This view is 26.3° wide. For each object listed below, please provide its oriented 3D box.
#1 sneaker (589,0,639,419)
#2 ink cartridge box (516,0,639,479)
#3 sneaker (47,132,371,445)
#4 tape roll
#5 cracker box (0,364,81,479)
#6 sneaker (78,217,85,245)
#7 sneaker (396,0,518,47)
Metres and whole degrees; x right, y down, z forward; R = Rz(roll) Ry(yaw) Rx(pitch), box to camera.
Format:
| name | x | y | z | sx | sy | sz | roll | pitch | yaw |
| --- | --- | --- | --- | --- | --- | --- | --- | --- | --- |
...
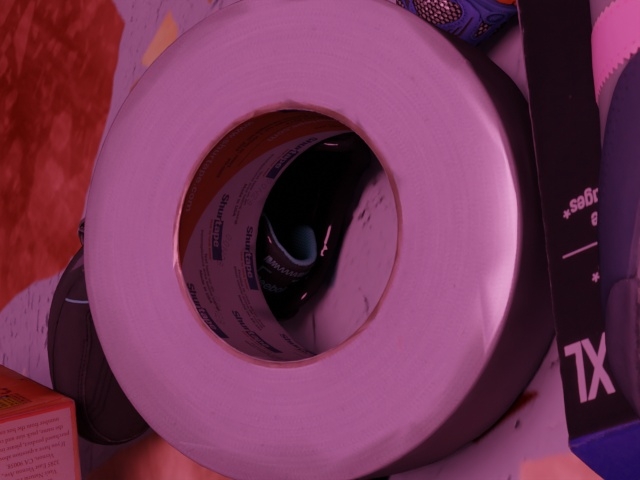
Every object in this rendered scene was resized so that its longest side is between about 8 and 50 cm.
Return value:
| name | x | y | z | sx | sy | sz | roll | pitch | yaw |
| --- | --- | --- | --- | --- | --- | --- | --- | --- | --- |
| sneaker | 0.127 | -0.095 | 0.408 | 0.131 | 0.112 | 0.319 | -129 | 40 | -66 |
| ink cartridge box | 0.164 | -0.036 | 0.507 | 0.175 | 0.069 | 0.371 | -27 | 60 | 44 |
| sneaker | -0.064 | 0.015 | 0.739 | 0.267 | 0.101 | 0.106 | -60 | 43 | 19 |
| tape roll | 0.000 | 0.000 | 0.621 | 0.219 | 0.072 | 0.219 | -3 | 84 | 28 |
| cracker box | -0.199 | 0.194 | 0.810 | 0.155 | 0.067 | 0.232 | 11 | 108 | 52 |
| sneaker | -0.113 | -0.012 | 0.837 | 0.061 | 0.065 | 0.158 | -10 | 70 | 49 |
| sneaker | 0.040 | -0.177 | 0.696 | 0.087 | 0.083 | 0.221 | -52 | 41 | 34 |
